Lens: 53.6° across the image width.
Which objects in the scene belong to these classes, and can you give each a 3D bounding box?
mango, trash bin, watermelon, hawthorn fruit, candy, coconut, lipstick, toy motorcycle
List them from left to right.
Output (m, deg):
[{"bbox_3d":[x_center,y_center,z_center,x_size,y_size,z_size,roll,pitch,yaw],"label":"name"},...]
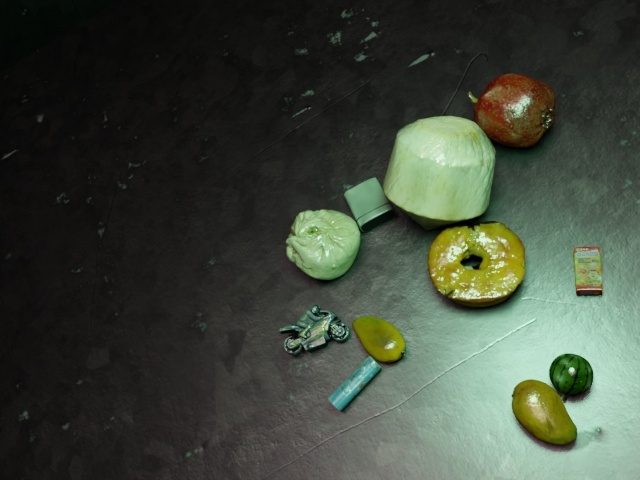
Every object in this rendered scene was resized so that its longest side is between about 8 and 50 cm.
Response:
[{"bbox_3d":[-0.021,0.242,1.763,0.194,0.061,0.124,-17,66,6],"label":"toy motorcycle"},{"bbox_3d":[0.091,0.375,1.663,0.158,0.048,0.048,-45,58,-5],"label":"lipstick"},{"bbox_3d":[0.146,-0.106,1.873,0.116,0.059,0.129,-27,58,5],"label":"trash bin"},{"bbox_3d":[0.155,0.259,1.690,0.101,0.066,0.187,-47,50,-6],"label":"mango"},{"bbox_3d":[0.317,-0.167,1.717,0.329,0.329,0.328,-9,63,17],"label":"coconut"},{"bbox_3d":[0.526,-0.371,1.782,0.253,0.205,0.205,27,77,37],"label":"hawthorn fruit"},{"bbox_3d":[0.511,0.401,1.468,0.115,0.089,0.164,-21,62,0],"label":"mango"},{"bbox_3d":[0.581,0.316,1.474,0.109,0.109,0.108,-9,63,17],"label":"watermelon"},{"bbox_3d":[0.672,0.077,1.590,0.062,0.038,0.121,-2,65,20],"label":"candy"}]

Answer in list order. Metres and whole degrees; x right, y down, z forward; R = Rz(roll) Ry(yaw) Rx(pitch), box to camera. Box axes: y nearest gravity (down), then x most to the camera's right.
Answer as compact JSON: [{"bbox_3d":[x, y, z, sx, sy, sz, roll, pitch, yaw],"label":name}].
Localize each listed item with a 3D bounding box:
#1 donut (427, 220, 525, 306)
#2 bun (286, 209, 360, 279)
[{"bbox_3d":[0.408,0.063,1.655,0.254,0.118,0.253,-10,61,19],"label":"donut"},{"bbox_3d":[0.000,0.000,1.830,0.230,0.145,0.229,-11,61,20],"label":"bun"}]
